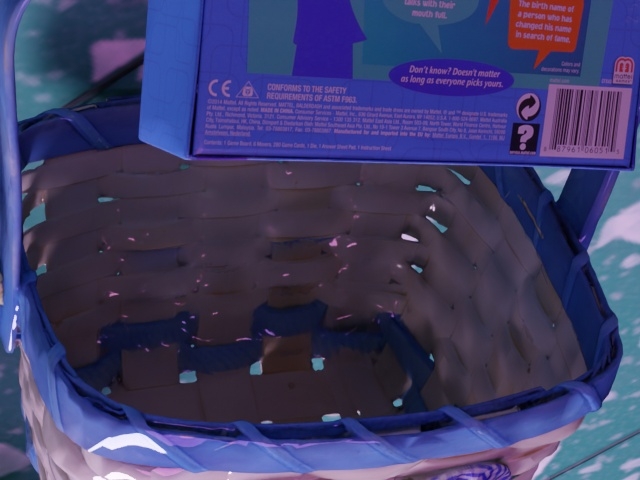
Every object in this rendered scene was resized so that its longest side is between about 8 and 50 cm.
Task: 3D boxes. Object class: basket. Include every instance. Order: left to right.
[{"bbox_3d":[0.000,0.000,0.718,0.255,0.201,0.289,-7,129,-19],"label":"basket"}]

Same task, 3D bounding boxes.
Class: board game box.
[{"bbox_3d":[0.032,-0.129,0.584,0.160,0.047,0.210,1,101,-26],"label":"board game box"}]
